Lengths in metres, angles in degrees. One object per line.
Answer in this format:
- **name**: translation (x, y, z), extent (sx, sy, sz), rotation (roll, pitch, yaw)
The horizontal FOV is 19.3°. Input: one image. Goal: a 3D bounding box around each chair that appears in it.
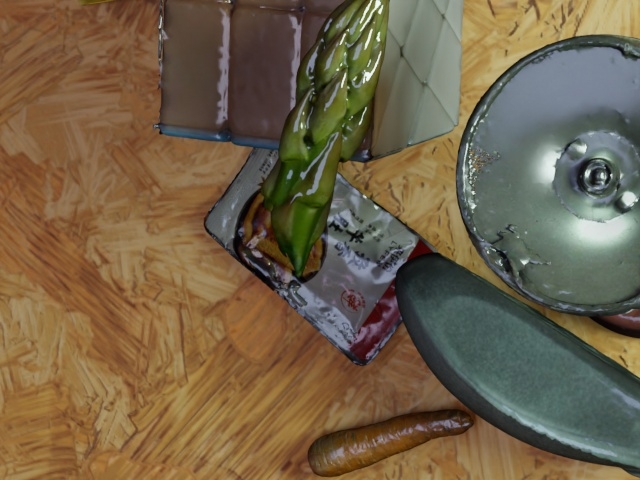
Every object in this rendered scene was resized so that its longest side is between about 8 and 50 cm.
- **chair**: translation (0.271, -0.031, 1.657), extent (0.227, 0.401, 0.226), rotation (-2, 83, 17)

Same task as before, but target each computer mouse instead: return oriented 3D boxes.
- **computer mouse**: translation (0.220, 0.142, 1.795), extent (0.374, 0.203, 0.114), rotation (32, 93, 22)

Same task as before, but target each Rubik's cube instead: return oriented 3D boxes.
- **Rubik's cube**: translation (-0.004, -0.207, 1.795), extent (0.225, 0.231, 0.221), rotation (8, 104, 24)

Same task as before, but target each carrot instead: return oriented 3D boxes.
- **carrot**: translation (0.074, 0.206, 1.953), extent (0.191, 0.047, 0.047), rotation (-18, 94, 22)

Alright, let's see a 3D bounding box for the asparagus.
- **asparagus**: translation (0.001, -0.101, 1.643), extent (0.080, 0.080, 0.287), rotation (28, 110, 16)

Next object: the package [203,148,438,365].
- **package**: translation (0.000, 0.000, 1.946), extent (0.239, 0.030, 0.154), rotation (40, 112, 12)

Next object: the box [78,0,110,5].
- **box**: translation (-0.190, -0.298, 1.971), extent (0.156, 0.022, 0.089), rotation (-8, 99, 25)
